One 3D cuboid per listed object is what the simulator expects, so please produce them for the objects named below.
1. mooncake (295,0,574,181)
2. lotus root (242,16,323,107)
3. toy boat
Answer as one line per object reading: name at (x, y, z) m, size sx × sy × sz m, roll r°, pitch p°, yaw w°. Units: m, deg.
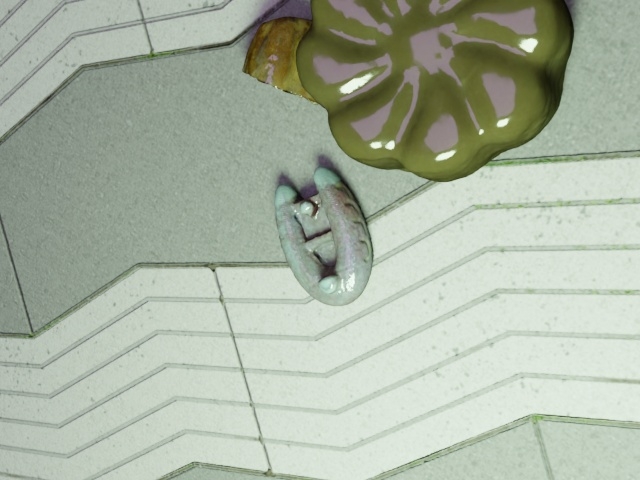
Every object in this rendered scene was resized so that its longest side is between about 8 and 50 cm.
mooncake at (0.155, -0.267, 1.038) m, size 0.378 × 0.201 × 0.378 m, roll 4°, pitch 99°, yaw 25°
lotus root at (-0.055, -0.295, 1.200) m, size 0.159 × 0.095 × 0.135 m, roll 14°, pitch 99°, yaw 18°
toy boat at (0.000, 0.000, 1.214) m, size 0.155 × 0.085 × 0.227 m, roll -21°, pitch 87°, yaw 26°
